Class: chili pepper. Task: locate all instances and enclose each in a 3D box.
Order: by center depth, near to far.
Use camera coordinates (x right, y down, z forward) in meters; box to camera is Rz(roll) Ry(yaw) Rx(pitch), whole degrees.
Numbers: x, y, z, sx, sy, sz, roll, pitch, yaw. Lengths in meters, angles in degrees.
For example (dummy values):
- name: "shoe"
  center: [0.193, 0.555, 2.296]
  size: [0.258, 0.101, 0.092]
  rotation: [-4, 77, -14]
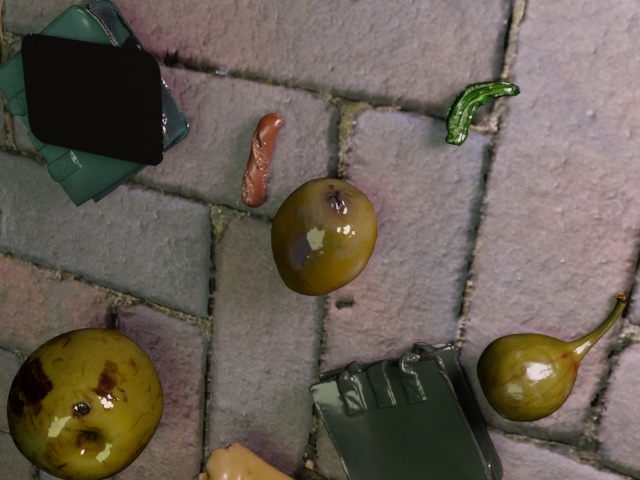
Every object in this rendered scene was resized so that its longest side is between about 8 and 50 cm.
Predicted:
- name: "chili pepper"
  center: [0.203, -0.177, 1.074]
  size: [0.055, 0.035, 0.118]
  rotation: [44, 114, -8]

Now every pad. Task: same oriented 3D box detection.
- name: "pad"
  center: [-0.354, -0.218, 1.261]
  size: [0.267, 0.004, 0.181]
  rotation: [14, 117, 21]

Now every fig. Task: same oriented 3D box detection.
- name: "fig"
  center: [0.322, 0.150, 1.107]
  size: [0.236, 0.124, 0.124]
  rotation: [-39, 88, 10]

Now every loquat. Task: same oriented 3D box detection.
- name: "loquat"
  center: [0.000, 0.000, 1.187]
  size: [0.152, 0.152, 0.195]
  rotation: [36, 129, 12]

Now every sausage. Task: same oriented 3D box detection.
- name: "sausage"
  center: [-0.091, -0.123, 1.251]
  size: [0.036, 0.042, 0.158]
  rotation: [52, 132, 49]

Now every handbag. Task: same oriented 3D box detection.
- name: "handbag"
  center: [0.131, 0.296, 1.266]
  size: [0.247, 0.079, 0.260]
  rotation: [-18, 99, 32]
- name: "handbag"
  center: [-0.367, -0.225, 1.328]
  size: [0.274, 0.100, 0.269]
  rotation: [-30, 97, 34]

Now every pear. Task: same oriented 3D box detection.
- name: "pear"
  center: [-0.414, 0.291, 1.438]
  size: [0.283, 0.283, 0.284]
  rotation: [10, 113, 25]

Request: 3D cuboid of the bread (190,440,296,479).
- name: "bread"
  center: [-0.112, 0.592, 1.405]
  size: [0.394, 0.250, 0.361]
  rotation: [34, 122, 12]
